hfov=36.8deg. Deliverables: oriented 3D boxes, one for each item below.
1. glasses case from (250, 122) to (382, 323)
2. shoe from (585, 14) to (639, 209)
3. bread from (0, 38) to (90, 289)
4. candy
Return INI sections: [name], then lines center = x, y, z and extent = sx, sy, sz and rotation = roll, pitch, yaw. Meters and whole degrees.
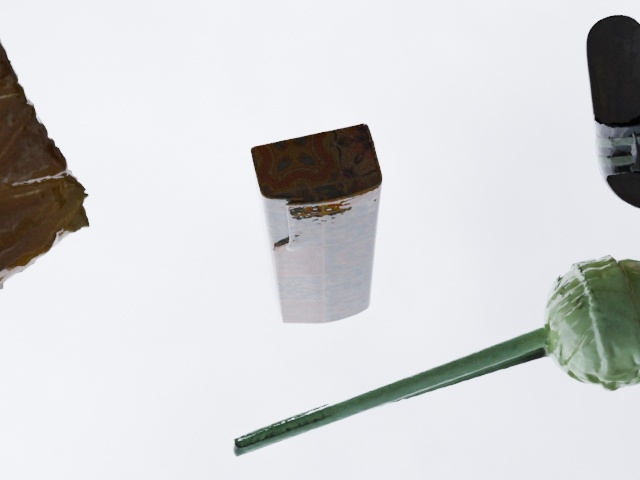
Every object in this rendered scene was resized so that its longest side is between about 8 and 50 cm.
[glasses case]
center = 0.000, 0.000, 0.668
extent = 0.075, 0.218, 0.049
rotation = -13, -114, -5
[shoe]
center = 0.273, -0.110, 0.844
extent = 0.049, 0.071, 0.179
rotation = -27, -76, -76
[bread]
center = -0.333, -0.071, 0.592
extent = 0.279, 0.207, 0.279
rotation = -38, -55, -17
[candy]
center = 0.092, 0.096, 0.684
extent = 0.093, 0.335, 0.092
rotation = 50, -159, -67
